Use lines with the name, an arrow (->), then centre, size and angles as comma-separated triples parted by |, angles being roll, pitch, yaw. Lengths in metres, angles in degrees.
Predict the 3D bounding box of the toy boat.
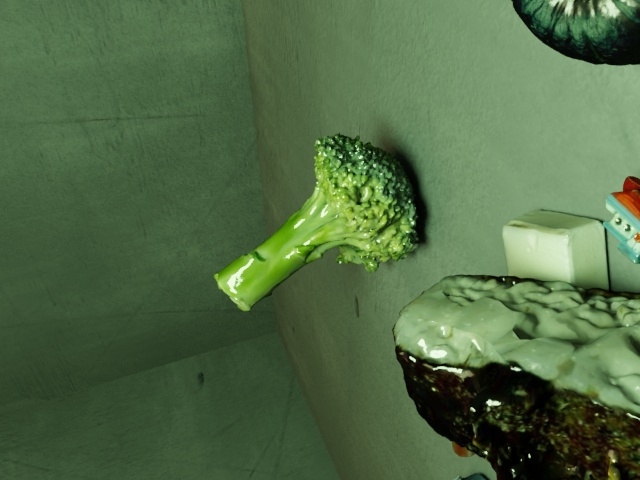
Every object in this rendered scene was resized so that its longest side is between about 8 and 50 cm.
toy boat -> 0.329, 0.008, 0.507 | 0.173, 0.069, 0.058 | -121, 36, -47

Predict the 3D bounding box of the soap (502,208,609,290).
soap -> 0.294, 0.060, 0.698 | 0.121, 0.064, 0.183 | -152, 49, -69

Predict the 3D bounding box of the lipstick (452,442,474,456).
lipstick -> 0.252, 0.256, 0.999 | 0.081, 0.081, 0.299 | -143, 42, -66

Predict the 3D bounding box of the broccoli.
broccoli -> 0.003, -0.031, 1.046 | 0.275, 0.397, 0.353 | -127, 34, -51

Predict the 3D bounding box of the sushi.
sushi -> 0.230, 0.162, 0.561 | 0.349, 0.234, 0.207 | 12, 125, 40

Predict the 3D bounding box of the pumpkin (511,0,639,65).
pumpkin -> 0.246, -0.240, 0.445 | 0.202, 0.140, 0.202 | 44, 151, 32

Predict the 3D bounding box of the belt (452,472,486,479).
belt -> 0.276, 0.561, 1.105 | 0.122, 0.129, 0.218 | -123, 23, -48
